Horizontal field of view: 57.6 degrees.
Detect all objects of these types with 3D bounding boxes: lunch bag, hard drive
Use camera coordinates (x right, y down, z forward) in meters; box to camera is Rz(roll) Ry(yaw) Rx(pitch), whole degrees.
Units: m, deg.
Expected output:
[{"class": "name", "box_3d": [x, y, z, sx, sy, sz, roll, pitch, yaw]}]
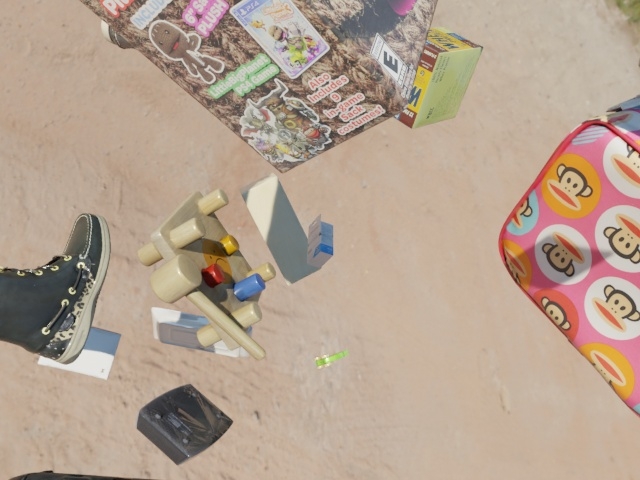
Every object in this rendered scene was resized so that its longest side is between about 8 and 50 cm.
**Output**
[{"class": "lunch bag", "box_3d": [0.325, 0.017, 0.534, 0.120, 0.258, 0.293, -21, 60, -28]}, {"class": "hard drive", "box_3d": [-0.319, 0.431, 1.374, 0.172, 0.054, 0.255, 37, 8, 10]}]

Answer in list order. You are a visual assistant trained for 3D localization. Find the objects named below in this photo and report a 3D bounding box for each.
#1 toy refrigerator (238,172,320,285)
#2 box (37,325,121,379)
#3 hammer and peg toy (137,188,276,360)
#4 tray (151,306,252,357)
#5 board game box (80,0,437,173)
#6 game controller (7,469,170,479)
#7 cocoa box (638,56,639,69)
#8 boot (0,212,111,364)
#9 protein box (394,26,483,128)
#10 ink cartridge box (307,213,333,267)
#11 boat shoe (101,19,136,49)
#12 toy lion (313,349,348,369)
[{"class": "toy refrigerator", "box_3d": [-0.104, -0.030, 1.505, 0.269, 0.102, 0.094, 64, -5, -17]}, {"class": "box", "box_3d": [-0.480, 0.213, 1.171, 0.130, 0.170, 0.091, 19, 77, -19]}, {"class": "hammer and peg toy", "box_3d": [-0.204, 0.072, 1.051, 0.266, 0.127, 0.361, 58, 14, -17]}, {"class": "tray", "box_3d": [-0.321, 0.256, 1.559, 0.270, 0.145, 0.030, 11, 45, 0]}, {"class": "board game box", "box_3d": [-0.053, -0.242, 0.447, 0.291, 0.141, 0.232, 39, 52, -28]}, {"class": "game controller", "box_3d": [-0.143, 0.281, 0.555, 0.067, 0.319, 0.166, -75, 162, -54]}, {"class": "cocoa box", "box_3d": [0.633, -0.401, 0.783, 0.347, 0.231, 0.228, -55, 151, -11]}, {"class": "boot", "box_3d": [-0.410, 0.046, 0.835, 0.178, 0.085, 0.236, 26, 59, -43]}, {"class": "protein box", "box_3d": [0.270, -0.413, 1.468, 0.201, 0.200, 0.136, -23, 51, -41]}, {"class": "ink cartridge box", "box_3d": [0.000, 0.000, 1.034, 0.028, 0.048, 0.083, 19, 50, -24]}, {"class": "boat shoe", "box_3d": [-0.204, -0.331, 0.790, 0.065, 0.075, 0.206, 28, 67, 18]}, {"class": "toy lion", "box_3d": [0.036, 0.314, 1.566, 0.096, 0.100, 0.034, -16, 79, -23]}]
